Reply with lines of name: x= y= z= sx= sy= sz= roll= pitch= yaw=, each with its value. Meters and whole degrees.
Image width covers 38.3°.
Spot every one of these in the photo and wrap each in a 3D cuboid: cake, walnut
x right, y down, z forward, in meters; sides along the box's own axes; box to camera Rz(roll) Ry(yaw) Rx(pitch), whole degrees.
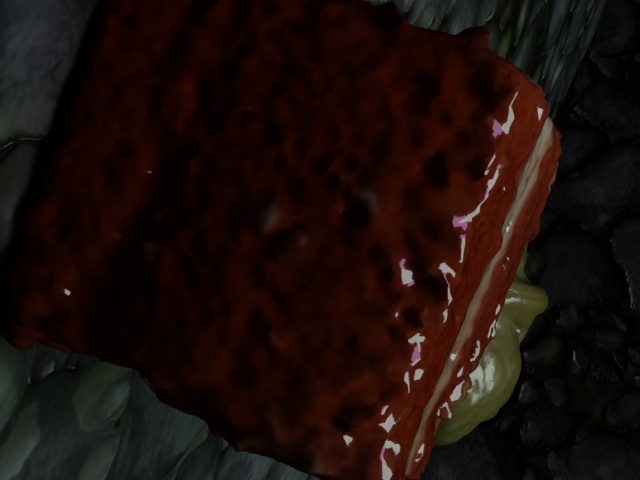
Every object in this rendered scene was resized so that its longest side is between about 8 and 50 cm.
cake: x=0.000 y=0.000 z=0.641 sx=0.270 sy=0.269 sz=0.319 roll=-68 pitch=160 yaw=0
walnut: x=0.085 y=0.050 z=0.917 sx=0.282 sy=0.253 sz=0.277 roll=-58 pitch=-169 yaw=-11
